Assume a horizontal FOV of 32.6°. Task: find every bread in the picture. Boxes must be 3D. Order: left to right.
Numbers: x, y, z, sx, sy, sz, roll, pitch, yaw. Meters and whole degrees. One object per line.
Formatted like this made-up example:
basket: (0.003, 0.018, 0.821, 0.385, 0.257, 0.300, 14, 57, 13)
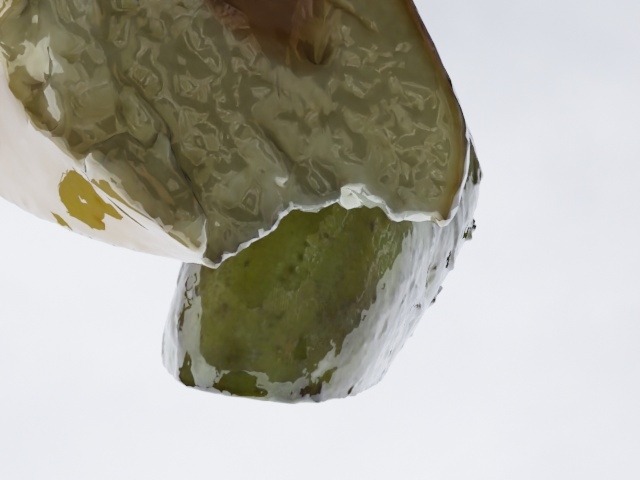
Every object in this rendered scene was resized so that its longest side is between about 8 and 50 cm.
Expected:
bread: (-0.059, -0.122, 0.426, 0.183, 0.211, 0.224, -17, -148, -32)

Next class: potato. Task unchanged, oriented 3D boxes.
potato: (0.000, 0.000, 0.630, 0.141, 0.176, 0.298, 7, -153, 25)
